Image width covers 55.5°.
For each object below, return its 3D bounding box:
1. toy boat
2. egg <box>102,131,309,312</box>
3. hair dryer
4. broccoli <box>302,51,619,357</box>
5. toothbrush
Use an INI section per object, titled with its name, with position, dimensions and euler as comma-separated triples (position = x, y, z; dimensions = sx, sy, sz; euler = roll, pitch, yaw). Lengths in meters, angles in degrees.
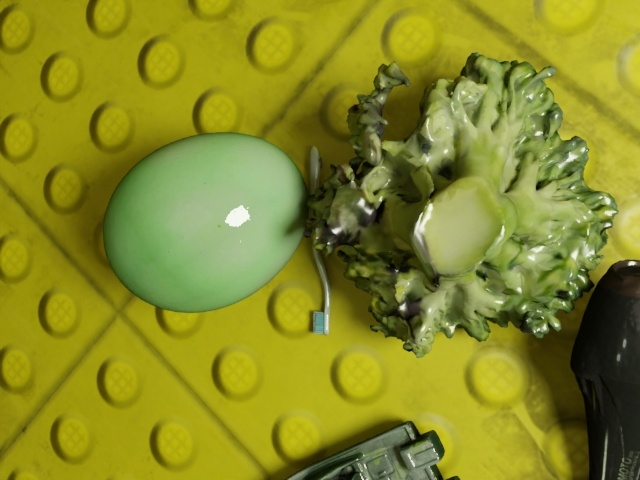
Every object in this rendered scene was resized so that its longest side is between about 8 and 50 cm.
[toy boat]
position = 0.028, 0.354, 0.790
dimensions = 0.320, 0.092, 0.141
euler = -30, 79, 15
[egg]
position = -0.144, -0.023, 0.780
dimensions = 0.270, 0.220, 0.220
euler = -22, 83, 11
[hair dryer]
position = 0.458, 0.160, 0.665
dimensions = 0.360, 0.120, 0.303
euler = -6, 106, 3
[broccoli]
position = 0.149, -0.039, 0.693
dimensions = 0.334, 0.272, 0.323
euler = -23, 63, 12
[toothbrush]
position = 0.000, 0.000, 0.841
dimensions = 0.026, 0.022, 0.262
euler = -1, 89, 5
